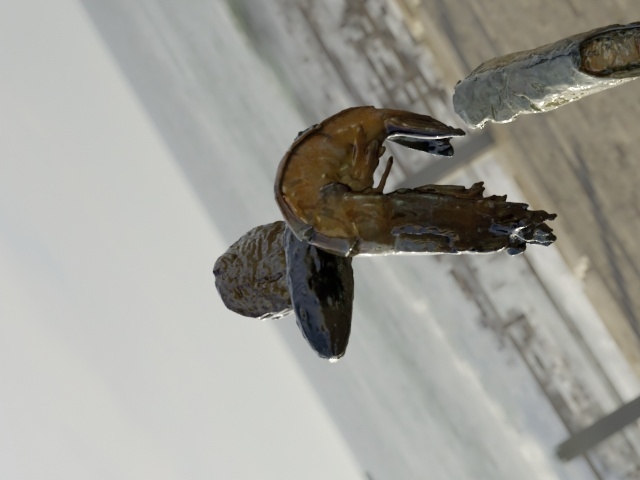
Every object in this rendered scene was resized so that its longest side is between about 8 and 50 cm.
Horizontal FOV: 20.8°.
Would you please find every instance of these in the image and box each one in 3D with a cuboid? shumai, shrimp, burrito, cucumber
[{"bbox_3d":[-0.050,0.048,1.958,0.105,0.123,0.139,57,179,-17],"label":"shumai"},{"bbox_3d":[0.095,-0.058,1.762,0.075,0.289,0.178,96,172,-60],"label":"shrimp"},{"bbox_3d":[0.145,-0.103,1.064,0.149,0.055,0.041,-15,100,42],"label":"burrito"},{"bbox_3d":[0.000,0.000,1.821,0.081,0.072,0.303,25,-139,-22],"label":"cucumber"}]
